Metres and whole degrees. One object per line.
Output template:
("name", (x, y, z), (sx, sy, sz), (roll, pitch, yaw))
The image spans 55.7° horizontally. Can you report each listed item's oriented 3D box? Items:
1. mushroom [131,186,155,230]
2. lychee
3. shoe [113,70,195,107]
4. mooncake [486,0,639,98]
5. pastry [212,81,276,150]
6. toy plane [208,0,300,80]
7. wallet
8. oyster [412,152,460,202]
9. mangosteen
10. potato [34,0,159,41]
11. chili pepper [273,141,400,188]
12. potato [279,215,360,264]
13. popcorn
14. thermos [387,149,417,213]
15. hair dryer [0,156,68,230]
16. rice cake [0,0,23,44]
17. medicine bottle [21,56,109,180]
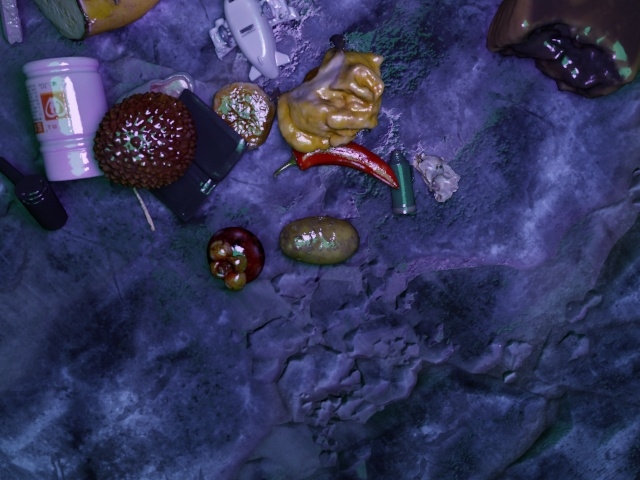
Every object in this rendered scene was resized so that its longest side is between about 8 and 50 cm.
("mushroom", (-0.553, -0.158, 1.799), (0.026, 0.028, 0.286), (-19, 107, 1))
("lychee", (-0.465, -0.260, 1.596), (0.268, 0.267, 0.267), (-1, 102, -3))
("shoe", (-0.474, -0.400, 1.714), (0.251, 0.100, 0.103), (-27, 102, 0))
("mooncake", (0.677, -0.557, 1.657), (0.393, 0.246, 0.393), (-28, 102, -5))
("pastry", (-0.221, -0.355, 1.737), (0.182, 0.093, 0.192), (8, 102, -1))
("toy plane", (-0.182, -0.574, 1.680), (0.267, 0.122, 0.266), (4, 110, 12))
("wallet", (-0.381, -0.234, 1.736), (0.247, 0.041, 0.323), (42, 113, 2))
("oyster", (0.350, -0.201, 1.816), (0.108, 0.053, 0.165), (-34, 100, -2))
("mangosteen", (-0.253, 0.055, 1.768), (0.200, 0.200, 0.199), (-1, 102, -3))
("potato", (-0.602, -0.717, 1.611), (0.296, 0.289, 0.397), (-37, 59, -25))
("chili pepper", (0.052, -0.232, 1.760), (0.369, 0.092, 0.137), (5, 70, 5))
("potato", (0.000, 0.000, 1.814), (0.252, 0.113, 0.149), (-4, 94, -11))
("popcorn", (0.049, -0.388, 1.674), (0.316, 0.297, 0.281), (-22, 132, 40))
("thermos", (0.244, -0.177, 1.805), (0.083, 0.073, 0.187), (-9, 102, 1))
("hair dryer", (-0.840, -0.155, 1.730), (0.251, 0.197, 0.089), (41, 70, 16))
("rice cake", (-0.841, -0.659, 1.621), (0.049, 0.055, 0.269), (-9, 134, -23))
("medicine bottle", (-0.682, -0.331, 1.666), (0.202, 0.202, 0.315), (-8, 101, -1))
